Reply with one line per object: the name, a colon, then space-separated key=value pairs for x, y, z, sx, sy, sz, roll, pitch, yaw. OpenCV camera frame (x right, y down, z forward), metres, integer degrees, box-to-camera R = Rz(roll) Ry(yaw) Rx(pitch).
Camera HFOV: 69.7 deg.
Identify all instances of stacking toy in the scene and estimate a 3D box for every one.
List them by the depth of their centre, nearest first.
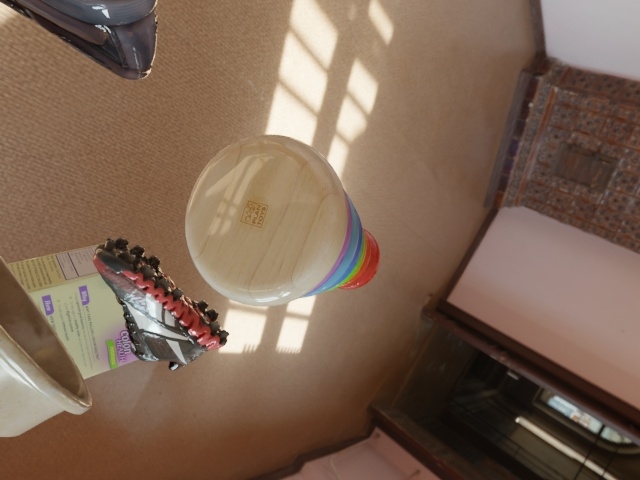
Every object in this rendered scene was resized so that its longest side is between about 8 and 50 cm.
stacking toy: x=0.000 y=0.000 z=0.510 sx=0.141 sy=0.141 sz=0.330 roll=-62 pitch=161 yaw=3

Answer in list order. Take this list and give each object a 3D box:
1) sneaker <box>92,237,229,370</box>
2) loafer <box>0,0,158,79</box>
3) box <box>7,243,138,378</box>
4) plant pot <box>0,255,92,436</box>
sneaker: x=-0.268 y=0.115 z=0.722 sx=0.135 sy=0.097 sz=0.276 roll=-39 pitch=130 yaw=-6
loafer: x=-0.267 y=-0.238 z=0.391 sx=0.109 sy=0.302 sz=0.095 roll=-51 pitch=170 yaw=-31
box: x=-0.468 y=0.142 z=0.831 sx=0.243 sy=0.117 sz=0.214 roll=-16 pitch=123 yaw=-32
plant pot: x=-0.423 y=0.104 z=0.368 sx=0.305 sy=0.334 sz=0.334 roll=-36 pitch=141 yaw=-26
